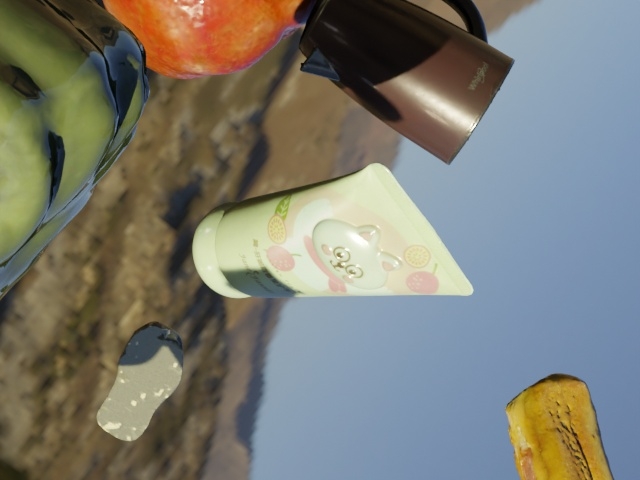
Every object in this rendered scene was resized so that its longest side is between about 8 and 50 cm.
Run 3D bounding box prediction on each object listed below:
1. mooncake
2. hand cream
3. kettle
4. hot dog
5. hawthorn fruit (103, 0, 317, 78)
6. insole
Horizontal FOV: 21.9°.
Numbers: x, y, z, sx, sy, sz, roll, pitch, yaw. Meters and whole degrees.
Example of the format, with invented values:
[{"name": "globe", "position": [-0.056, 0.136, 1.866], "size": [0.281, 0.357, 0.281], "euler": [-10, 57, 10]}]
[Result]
[{"name": "mooncake", "position": [-0.270, -0.039, 1.104], "size": [0.351, 0.187, 0.351], "euler": [-51, -176, 5]}, {"name": "hand cream", "position": [0.000, 0.000, 1.483], "size": [0.306, 0.147, 0.093], "euler": [-8, -145, 51]}, {"name": "kettle", "position": [0.101, -0.227, 1.905], "size": [0.202, 0.232, 0.144], "euler": [-58, -179, -18]}, {"name": "hot dog", "position": [0.202, 0.237, 1.209], "size": [0.061, 0.087, 0.286], "euler": [137, -55, -62]}, {"name": "hawthorn fruit", "position": [-0.139, -0.337, 1.980], "size": [0.311, 0.295, 0.295], "euler": [23, 110, -47]}, {"name": "insole", "position": [-0.224, 0.179, 2.063], "size": [0.248, 0.081, 0.011], "euler": [-57, -176, 46]}]
